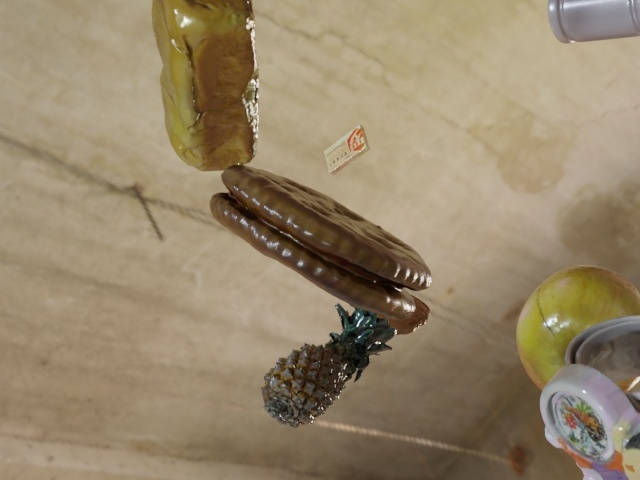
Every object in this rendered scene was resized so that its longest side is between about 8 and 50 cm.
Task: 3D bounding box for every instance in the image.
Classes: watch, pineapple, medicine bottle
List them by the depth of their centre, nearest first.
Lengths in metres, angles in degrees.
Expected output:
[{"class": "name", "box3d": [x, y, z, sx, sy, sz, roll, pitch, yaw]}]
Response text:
[{"class": "pineapple", "box3d": [0.006, 0.148, 1.178, 0.221, 0.083, 0.103, -36, -62, -42]}, {"class": "watch", "box3d": [0.447, 0.227, 1.311, 0.231, 0.196, 0.244, -30, -150, -32]}, {"class": "medicine bottle", "box3d": [0.569, -0.448, 1.823, 0.250, 0.133, 0.133, 3, 169, 42]}]

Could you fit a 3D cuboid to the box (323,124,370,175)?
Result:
[{"class": "box", "box3d": [0.049, -0.167, 1.790, 0.015, 0.093, 0.058, 29, -142, -41]}]

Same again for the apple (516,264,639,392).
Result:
[{"class": "apple", "box3d": [0.530, 0.186, 1.940, 0.286, 0.286, 0.233, 40, -148, 1]}]

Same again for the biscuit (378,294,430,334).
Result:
[{"class": "biscuit", "box3d": [0.132, 0.122, 1.648, 0.102, 0.019, 0.130, 22, -151, 23]}]

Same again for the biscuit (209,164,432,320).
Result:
[{"class": "biscuit", "box3d": [0.000, 0.000, 0.884, 0.220, 0.066, 0.220, 28, -173, -4]}]

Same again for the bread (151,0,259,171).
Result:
[{"class": "bread", "box3d": [-0.156, -0.240, 1.337, 0.132, 0.294, 0.166, -11, -128, -16]}]
